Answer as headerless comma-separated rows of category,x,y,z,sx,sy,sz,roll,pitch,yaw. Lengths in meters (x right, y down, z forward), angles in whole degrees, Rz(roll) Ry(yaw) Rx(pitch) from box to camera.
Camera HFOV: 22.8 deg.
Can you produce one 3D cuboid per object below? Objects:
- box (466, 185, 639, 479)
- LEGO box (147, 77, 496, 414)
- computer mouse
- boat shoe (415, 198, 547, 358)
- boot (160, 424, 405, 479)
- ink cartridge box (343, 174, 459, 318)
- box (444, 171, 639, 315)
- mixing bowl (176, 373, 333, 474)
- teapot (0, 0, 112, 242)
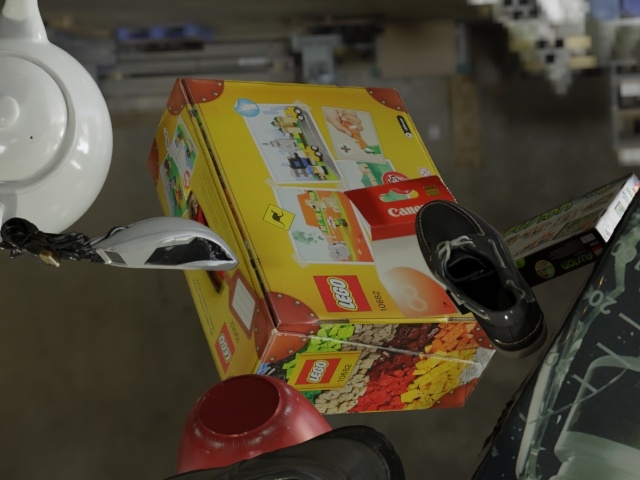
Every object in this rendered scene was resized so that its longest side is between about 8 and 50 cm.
box,0.442,0.138,1.368,0.480,0.471,0.297,30,-150,9
LEGO box,0.000,0.000,2.310,0.373,0.193,0.500,0,-134,-26
computer mouse,-0.154,0.000,1.293,0.193,0.042,0.106,2,-178,-35
boat shoe,0.141,0.019,1.459,0.075,0.065,0.206,-32,-133,0
boot,-0.111,0.238,1.252,0.338,0.118,0.223,-31,171,19
ink cartridge box,0.118,0.011,1.821,0.145,0.179,0.045,-8,-139,42
box,0.234,0.005,1.650,0.207,0.036,0.114,-26,-166,43
mixing bowl,-0.073,0.205,1.654,0.181,0.098,0.181,-8,-141,7
teapot,-0.339,-0.111,1.700,0.252,0.256,0.187,-38,-179,-13
